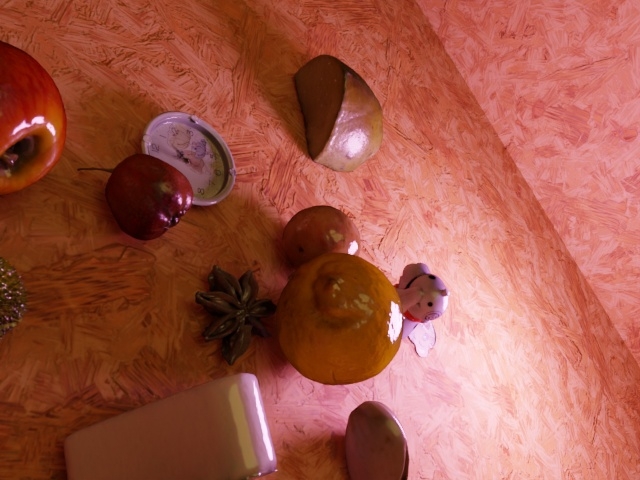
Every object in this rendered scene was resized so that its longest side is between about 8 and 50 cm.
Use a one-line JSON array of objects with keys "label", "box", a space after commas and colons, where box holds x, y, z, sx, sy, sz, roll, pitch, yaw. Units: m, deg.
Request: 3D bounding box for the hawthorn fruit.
[{"label": "hawthorn fruit", "box": [-0.358, -0.106, 1.035, 0.203, 0.162, 0.162, 45, 42, 0]}]

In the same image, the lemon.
[{"label": "lemon", "box": [0.040, 0.170, 1.140, 0.297, 0.297, 0.297, 24, 52, -34]}]

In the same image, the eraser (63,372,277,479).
[{"label": "eraser", "box": [-0.188, 0.314, 0.823, 0.331, 0.331, 0.149, 3, 65, -44]}]

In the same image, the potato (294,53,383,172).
[{"label": "potato", "box": [0.105, -0.388, 1.604, 0.280, 0.213, 0.330, 9, 62, -41]}]

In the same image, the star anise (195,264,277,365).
[{"label": "star anise", "box": [-0.184, 0.141, 1.107, 0.212, 0.073, 0.196, -28, 91, -52]}]

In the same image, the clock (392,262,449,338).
[{"label": "clock", "box": [0.224, 0.163, 1.367, 0.189, 0.254, 0.188, 26, 46, -30]}]

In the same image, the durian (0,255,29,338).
[{"label": "durian", "box": [-0.526, 0.092, 0.745, 0.198, 0.159, 0.146, -28, 56, -23]}]

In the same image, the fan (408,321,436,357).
[{"label": "fan", "box": [0.316, 0.243, 1.589, 0.227, 0.008, 0.152, -31, 89, -48]}]

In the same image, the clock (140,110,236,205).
[{"label": "clock", "box": [-0.302, -0.180, 1.196, 0.236, 0.053, 0.236, 21, 56, -35]}]

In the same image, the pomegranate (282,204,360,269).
[{"label": "pomegranate", "box": [0.002, 0.001, 1.294, 0.191, 0.191, 0.191, 24, 52, -34]}]

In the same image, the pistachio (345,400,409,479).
[{"label": "pistachio", "box": [0.127, 0.471, 1.174, 0.138, 0.153, 0.237, -10, 101, -37]}]

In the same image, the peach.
[{"label": "peach", "box": [-0.551, -0.200, 0.832, 0.281, 0.238, 0.280, 0, 66, 0]}]
